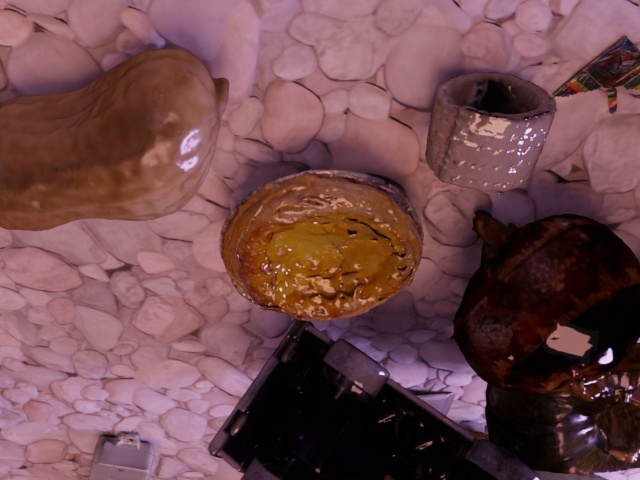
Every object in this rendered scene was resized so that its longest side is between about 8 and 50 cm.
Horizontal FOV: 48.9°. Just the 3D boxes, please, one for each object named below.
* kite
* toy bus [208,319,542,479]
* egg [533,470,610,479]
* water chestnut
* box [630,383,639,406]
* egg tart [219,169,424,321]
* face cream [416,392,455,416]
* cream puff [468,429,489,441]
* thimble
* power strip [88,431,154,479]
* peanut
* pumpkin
[{"bbox_3d":[0.297,-0.166,0.713,0.122,0.004,0.090,-7,134,6],"label":"kite"},{"bbox_3d":[0.114,0.310,0.847,0.440,0.209,0.249,30,169,27],"label":"toy bus"},{"bbox_3d":[0.367,0.575,1.190,0.428,0.345,0.345,-48,122,4],"label":"egg"},{"bbox_3d":[0.251,0.063,0.802,0.223,0.238,0.224,-34,153,-20],"label":"water chestnut"},{"bbox_3d":[0.589,0.129,0.801,0.385,0.122,0.344,32,89,-27],"label":"box"},{"bbox_3d":[0.000,0.000,0.807,0.234,0.094,0.234,-2,136,-2],"label":"egg tart"},{"bbox_3d":[0.096,0.284,1.107,0.224,0.070,0.114,0,134,-13],"label":"face cream"},{"bbox_3d":[0.238,0.369,1.149,0.116,0.146,0.146,31,139,24],"label":"cream puff"},{"bbox_3d":[0.166,-0.110,0.696,0.115,0.102,0.090,-15,138,-22],"label":"thimble"},{"bbox_3d":[-0.369,0.452,1.256,0.098,0.058,0.338,13,133,-13],"label":"power strip"},{"bbox_3d":[-0.217,-0.080,0.692,0.291,0.143,0.159,-15,122,16],"label":"peanut"},{"bbox_3d":[0.379,0.217,0.916,0.317,0.222,0.139,-1,94,4],"label":"pumpkin"}]
